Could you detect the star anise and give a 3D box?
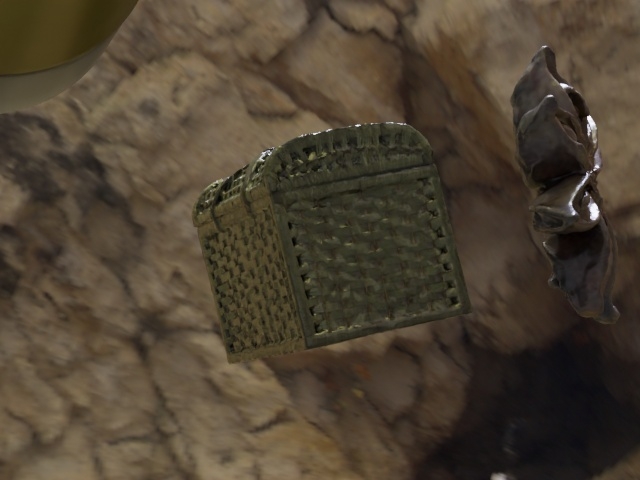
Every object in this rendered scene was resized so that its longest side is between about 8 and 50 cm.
[{"bbox_3d":[0.176,-0.043,1.282,0.063,0.172,0.208,-11,-104,14],"label":"star anise"}]

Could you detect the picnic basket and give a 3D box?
[{"bbox_3d":[0.000,0.000,1.268,0.134,0.196,0.154,-11,-94,-20],"label":"picnic basket"}]

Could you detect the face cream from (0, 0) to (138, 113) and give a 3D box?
[{"bbox_3d":[-0.192,-0.205,0.994,0.218,0.179,0.218,9,-114,-20],"label":"face cream"}]
